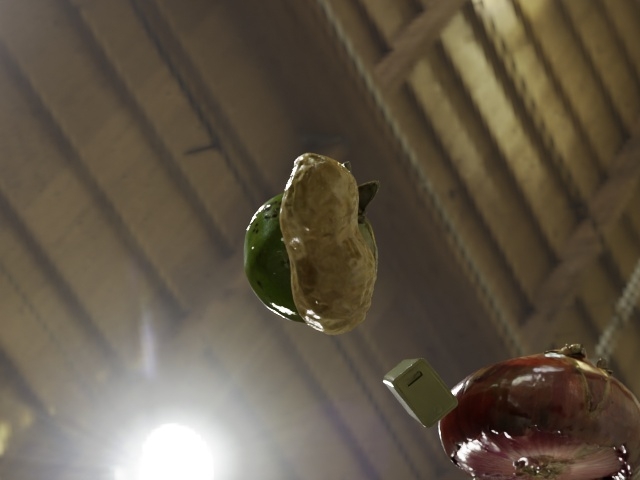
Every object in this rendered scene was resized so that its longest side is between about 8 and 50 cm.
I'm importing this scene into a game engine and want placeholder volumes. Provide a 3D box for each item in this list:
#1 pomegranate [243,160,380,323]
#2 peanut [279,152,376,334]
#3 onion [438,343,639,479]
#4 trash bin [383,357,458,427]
[{"bbox_3d":[0.000,0.000,2.025,0.182,0.224,0.181,15,-130,-18],"label":"pomegranate"},{"bbox_3d":[0.004,0.002,0.917,0.054,0.054,0.113,-39,-54,-49],"label":"peanut"},{"bbox_3d":[0.263,0.214,1.853,0.248,0.248,0.161,48,-147,-33],"label":"onion"},{"bbox_3d":[0.098,0.151,1.614,0.043,0.092,0.061,-39,-87,-5],"label":"trash bin"}]
